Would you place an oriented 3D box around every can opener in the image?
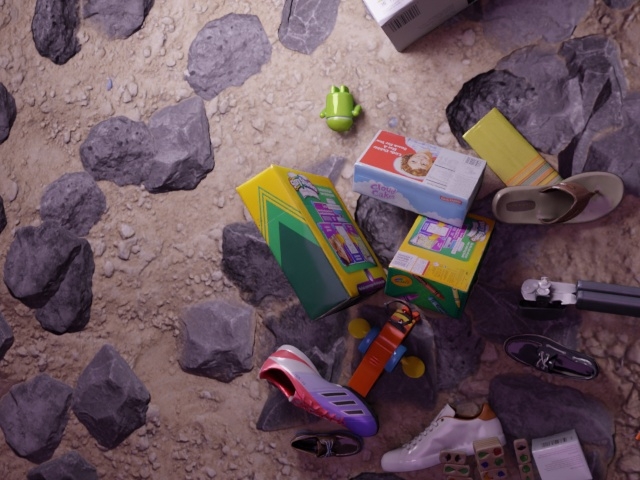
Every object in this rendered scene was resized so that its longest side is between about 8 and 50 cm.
[{"bbox_3d":[0.578,0.131,1.380,0.281,0.074,0.093,3,126,20],"label":"can opener"}]

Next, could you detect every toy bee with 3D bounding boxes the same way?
[{"bbox_3d":[0.177,0.235,1.480,0.195,0.162,0.298,52,130,3],"label":"toy bee"}]

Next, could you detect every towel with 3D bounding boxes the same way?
[{"bbox_3d":[0.438,-0.184,1.441,0.102,0.021,0.237,-41,78,11],"label":"towel"}]

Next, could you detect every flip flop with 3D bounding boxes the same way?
[{"bbox_3d":[0.513,-0.084,1.366,0.277,0.080,0.112,-5,99,8],"label":"flip flop"}]

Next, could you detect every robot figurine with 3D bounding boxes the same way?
[{"bbox_3d":[0.047,-0.318,1.543,0.101,0.067,0.115,0,91,19],"label":"robot figurine"}]

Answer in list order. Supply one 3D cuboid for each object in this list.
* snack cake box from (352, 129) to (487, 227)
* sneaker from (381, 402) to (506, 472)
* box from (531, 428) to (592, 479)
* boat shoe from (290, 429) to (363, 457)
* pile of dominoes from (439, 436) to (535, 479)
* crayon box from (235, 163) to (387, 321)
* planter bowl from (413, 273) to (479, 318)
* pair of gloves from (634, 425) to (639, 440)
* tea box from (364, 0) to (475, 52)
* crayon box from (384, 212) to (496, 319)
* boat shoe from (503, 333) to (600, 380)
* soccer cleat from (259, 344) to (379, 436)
[{"bbox_3d":[0.223,-0.144,1.432,0.264,0.152,0.089,21,139,17],"label":"snack cake box"},{"bbox_3d":[0.269,0.448,1.465,0.290,0.106,0.123,-18,82,6],"label":"sneaker"},{"bbox_3d":[0.522,0.474,1.375,0.101,0.102,0.087,-21,82,17],"label":"box"},{"bbox_3d":[0.012,0.509,1.563,0.183,0.066,0.066,-5,89,18],"label":"boat shoe"},{"bbox_3d":[0.382,0.559,1.399,0.196,0.040,0.251,-14,102,4],"label":"pile of dominoes"},{"bbox_3d":[0.000,0.000,1.406,0.106,0.363,0.313,-34,80,16],"label":"crayon box"},{"bbox_3d":[0.268,0.108,1.440,0.162,0.162,0.109,18,123,17],"label":"planter bowl"},{"bbox_3d":[0.725,0.414,1.355,0.083,0.010,0.074,32,99,13],"label":"pair of gloves"},{"bbox_3d":[0.215,-0.665,1.403,0.329,0.220,0.323,-31,81,16],"label":"tea box"},{"bbox_3d":[0.264,0.033,1.367,0.165,0.278,0.081,18,129,17],"label":"crayon box"},{"bbox_3d":[0.507,0.258,1.396,0.206,0.065,0.075,15,96,18],"label":"boat shoe"},{"bbox_3d":[-0.006,0.382,1.528,0.318,0.116,0.108,36,127,17],"label":"soccer cleat"}]
